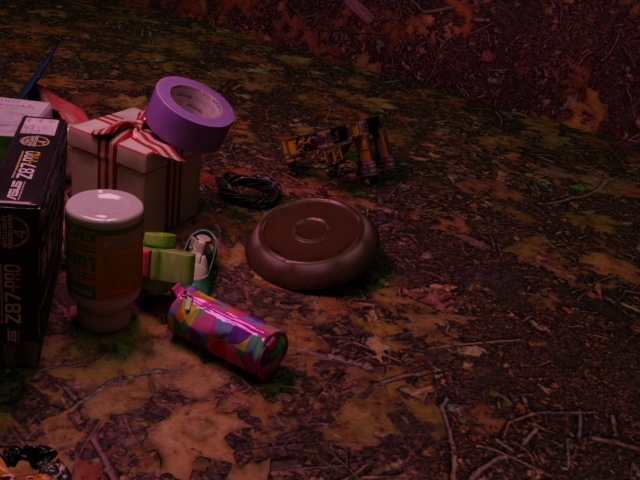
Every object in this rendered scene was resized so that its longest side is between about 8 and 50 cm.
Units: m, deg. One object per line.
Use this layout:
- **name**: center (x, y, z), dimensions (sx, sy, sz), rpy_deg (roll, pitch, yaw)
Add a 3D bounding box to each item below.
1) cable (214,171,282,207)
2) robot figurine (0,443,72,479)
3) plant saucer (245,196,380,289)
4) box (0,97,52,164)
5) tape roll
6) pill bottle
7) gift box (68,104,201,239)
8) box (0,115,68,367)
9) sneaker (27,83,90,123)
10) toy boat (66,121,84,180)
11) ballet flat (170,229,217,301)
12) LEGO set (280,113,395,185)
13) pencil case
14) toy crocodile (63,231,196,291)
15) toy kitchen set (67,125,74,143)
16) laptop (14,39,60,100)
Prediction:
- **cable**: center (-0.199, -0.134, 2.023), dimensions (0.185, 0.047, 0.150), rpy_deg (15, 33, 7)
- **robot figurine**: center (-0.476, 0.332, 0.998), dimensions (0.291, 0.085, 0.211), rpy_deg (17, 29, 16)
- **plant saucer**: center (-0.020, -0.010, 1.734), dimensions (0.311, 0.050, 0.310), rpy_deg (-2, 39, 2)
- **box**: center (-0.674, -0.153, 1.670), dimensions (0.127, 0.261, 0.231), rpy_deg (5, 29, -7)
- **tape roll**: center (-0.299, -0.288, 1.739), dimensions (0.189, 0.080, 0.189), rpy_deg (23, 33, -16)
- **pill bottle**: center (-0.397, 0.042, 1.398), dimensions (0.137, 0.245, 0.136), rpy_deg (7, 28, -4)
- **gift box**: center (-0.409, -0.172, 1.791), dimensions (0.277, 0.258, 0.255), rpy_deg (17, 29, 17)
- **box**: center (-0.529, -0.013, 1.385), dimensions (0.097, 0.318, 0.395), rpy_deg (3, 29, -14)
- **sneaker**: center (-0.767, -0.364, 2.240), dimensions (0.136, 0.115, 0.314), rpy_deg (0, 31, -44)
- **toy boat**: center (-0.667, -0.229, 1.984), dimensions (0.231, 0.150, 0.151), rpy_deg (2, -2, -15)
- **ballet flat**: center (-0.265, 0.048, 1.600), dimensions (0.083, 0.087, 0.247), rpy_deg (7, 28, -4)
- **LEGO set**: center (0.057, -0.235, 2.205), dimensions (0.255, 0.192, 0.331), rpy_deg (-9, 10, 37)
- **pencil case**: center (-0.176, 0.165, 1.393), dimensions (0.237, 0.104, 0.104), rpy_deg (23, 30, 23)
- **toy crocodile**: center (-0.383, 0.027, 1.531), dimensions (0.341, 0.115, 0.105), rpy_deg (16, 11, 34)
- **toy kitchen set**: center (-0.657, -0.187, 1.843), dimensions (0.207, 0.165, 0.122), rpy_deg (-10, 3, -13)
- **laptop**: center (-0.960, -0.418, 2.115), dimensions (0.408, 0.236, 0.382), rpy_deg (3, 27, -12)
